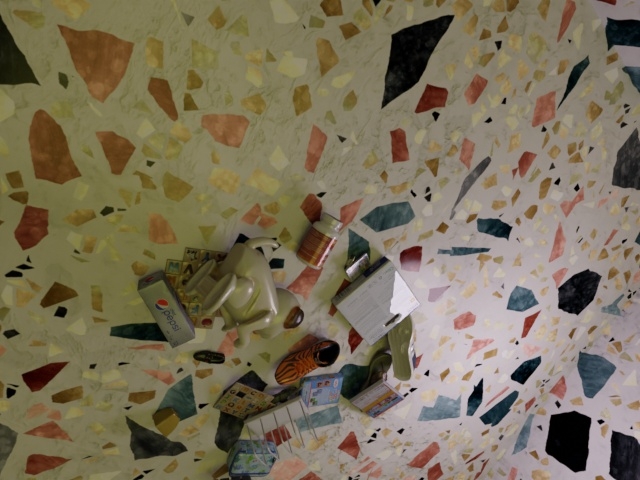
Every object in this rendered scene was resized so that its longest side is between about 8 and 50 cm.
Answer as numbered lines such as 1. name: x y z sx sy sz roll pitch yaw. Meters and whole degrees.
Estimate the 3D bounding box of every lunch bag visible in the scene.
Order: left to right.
1. lunch bag: -0.329 1.055 2.019 0.219 0.090 0.176 16 108 -26

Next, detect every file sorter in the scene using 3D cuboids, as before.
1. file sorter: -0.174 0.875 1.914 0.278 0.173 0.192 -22 137 -5

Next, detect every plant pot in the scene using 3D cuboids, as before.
1. plant pot: -0.648 0.760 1.776 0.083 0.081 0.081 -36 120 -19

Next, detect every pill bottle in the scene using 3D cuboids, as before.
1. pill bottle: 0.000 0.000 1.707 0.121 0.121 0.216 25 100 -29

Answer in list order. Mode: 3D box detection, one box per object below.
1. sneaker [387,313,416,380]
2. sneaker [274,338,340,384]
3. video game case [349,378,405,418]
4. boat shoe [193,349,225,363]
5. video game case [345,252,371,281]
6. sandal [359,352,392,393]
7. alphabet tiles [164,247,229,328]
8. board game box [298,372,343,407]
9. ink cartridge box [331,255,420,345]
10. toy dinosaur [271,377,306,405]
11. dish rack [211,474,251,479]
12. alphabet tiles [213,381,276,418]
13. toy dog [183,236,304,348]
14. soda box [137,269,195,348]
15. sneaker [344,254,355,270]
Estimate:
1. sneaker: 0.412 0.511 2.096 0.131 0.148 0.349 2 93 21
2. sneaker: -0.055 0.533 1.852 0.321 0.180 0.124 -31 87 -15
3. video game case: 0.296 0.819 2.159 0.204 0.025 0.285 -36 132 7
4. boat shoe: -0.466 0.492 1.762 0.133 0.042 0.048 11 108 -24
5. video game case: 0.170 0.120 1.868 0.122 0.011 0.087 -39 135 -12
6. sandal: 0.295 0.705 2.131 0.120 0.086 0.302 12 106 -26
7. alphabet tiles: -0.477 0.196 1.655 0.285 0.011 0.342 9 107 -25
8. board game box: -0.002 0.734 2.050 0.212 0.039 0.160 1 111 -22
9. ink cartridge box: 0.264 0.288 1.961 0.324 0.071 0.330 -39 121 -3
10. toy dinosaur: -0.162 0.718 1.948 0.268 0.064 0.118 -29 147 6
11. dish rack: -0.430 1.215 2.007 0.209 0.074 0.271 0 128 -11
12. alphabet tiles: -0.329 0.735 1.886 0.237 0.009 0.198 31 114 -23
13. toy dog: -0.254 0.217 1.628 0.408 0.285 0.395 49 65 -34
14. soda box: -0.576 0.261 1.582 0.098 0.091 0.286 -24 117 -10
15. sneaker: 0.136 0.101 1.859 0.035 0.031 0.083 17 108 -41
